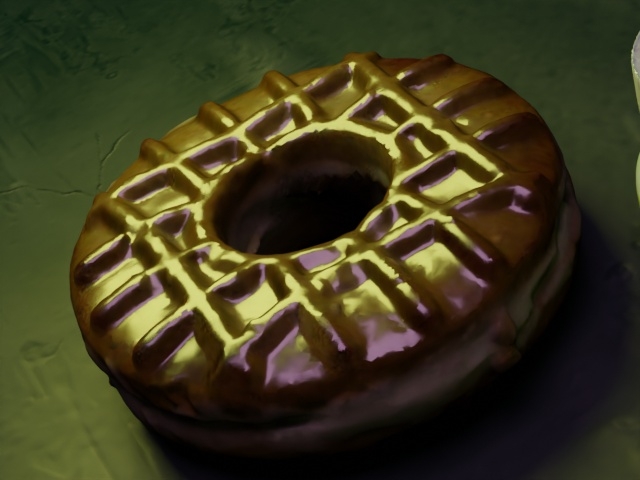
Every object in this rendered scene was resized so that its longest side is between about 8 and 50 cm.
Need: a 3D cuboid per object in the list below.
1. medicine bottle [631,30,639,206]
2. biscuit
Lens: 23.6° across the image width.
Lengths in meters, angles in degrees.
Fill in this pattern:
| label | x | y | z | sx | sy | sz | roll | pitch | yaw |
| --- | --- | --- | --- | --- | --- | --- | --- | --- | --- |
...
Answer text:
| label | x | y | z | sx | sy | sz | roll | pitch | yaw |
| --- | --- | --- | --- | --- | --- | --- | --- | --- | --- |
| medicine bottle | 0.229 | -0.006 | 0.746 | 0.139 | 0.225 | 0.139 | -13 | 36 | 10 |
| biscuit | 0.000 | 0.000 | 0.955 | 0.332 | 0.103 | 0.332 | -13 | 38 | 11 |
